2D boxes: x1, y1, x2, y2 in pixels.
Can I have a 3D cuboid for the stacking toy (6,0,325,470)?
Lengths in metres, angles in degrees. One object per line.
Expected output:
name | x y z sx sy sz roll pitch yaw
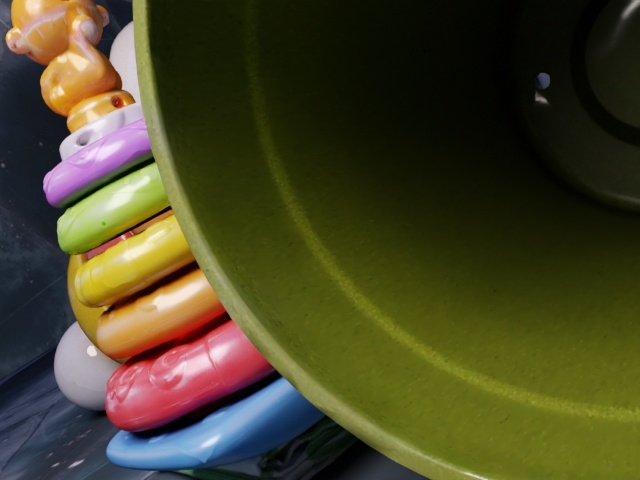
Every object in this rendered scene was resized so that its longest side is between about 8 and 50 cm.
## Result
stacking toy | -0.105 -0.021 0.478 0.175 0.302 0.165 -33 8 -36

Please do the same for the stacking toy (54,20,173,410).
stacking toy | -0.168 0.024 0.864 0.480 0.350 0.350 -46 -2 27

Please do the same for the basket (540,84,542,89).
basket | 0.377 -0.201 0.886 0.204 0.154 0.227 -46 10 6

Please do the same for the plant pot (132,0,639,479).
plant pot | 0.160 -0.108 0.406 0.366 0.367 0.353 -24 -3 31

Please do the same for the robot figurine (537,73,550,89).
robot figurine | 0.315 -0.217 0.648 0.199 0.300 0.353 -3 -48 -46

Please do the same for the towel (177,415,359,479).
towel | 0.024 0.085 0.628 0.324 0.038 0.248 -33 8 -32
